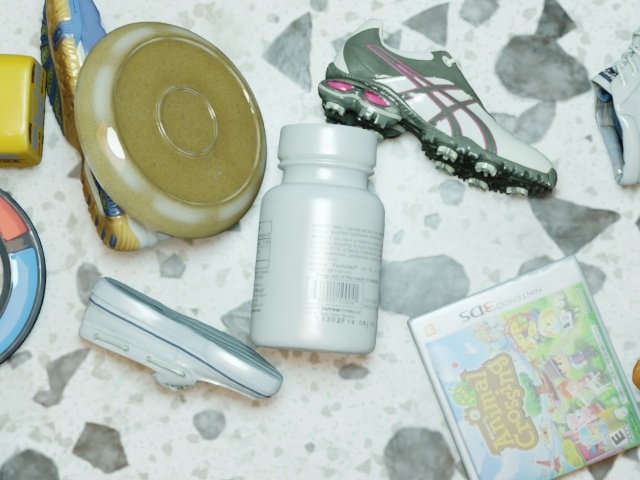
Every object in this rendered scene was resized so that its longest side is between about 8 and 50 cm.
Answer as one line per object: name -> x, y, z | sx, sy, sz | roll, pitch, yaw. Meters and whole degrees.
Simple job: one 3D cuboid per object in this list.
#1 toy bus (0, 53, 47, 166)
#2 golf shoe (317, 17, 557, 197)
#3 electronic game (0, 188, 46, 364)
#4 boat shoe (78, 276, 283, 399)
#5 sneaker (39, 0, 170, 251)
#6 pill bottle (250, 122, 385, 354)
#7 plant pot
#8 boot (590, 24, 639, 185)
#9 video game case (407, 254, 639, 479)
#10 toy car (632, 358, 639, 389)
toy bus -> -0.457, -0.136, 1.644 | 0.333, 0.130, 0.108 | 2, 85, 1
golf shoe -> 0.135, -0.137, 1.653 | 0.273, 0.105, 0.120 | 26, 78, 3
electronic game -> -0.405, 0.039, 1.668 | 0.229, 0.048, 0.229 | 0, 85, 1
boat shoe -> -0.148, 0.120, 1.651 | 0.226, 0.083, 0.076 | 28, 97, 15
sneaker -> -0.206, -0.136, 1.669 | 0.131, 0.112, 0.296 | -16, 83, -22
pill bottle -> 0.000, 0.000, 1.625 | 0.131, 0.131, 0.229 | 4, 85, 1
plant pot -> -0.142, -0.118, 1.613 | 0.236, 0.032, 0.236 | 16, 65, -37
boot -> 0.345, -0.186, 1.654 | 0.123, 0.095, 0.258 | -8, 86, -7
video game case -> 0.219, 0.147, 1.662 | 0.193, 0.023, 0.212 | -22, 85, -1
toy car -> 0.407, 0.121, 1.617 | 0.182, 0.159, 0.136 | -26, 46, 2
